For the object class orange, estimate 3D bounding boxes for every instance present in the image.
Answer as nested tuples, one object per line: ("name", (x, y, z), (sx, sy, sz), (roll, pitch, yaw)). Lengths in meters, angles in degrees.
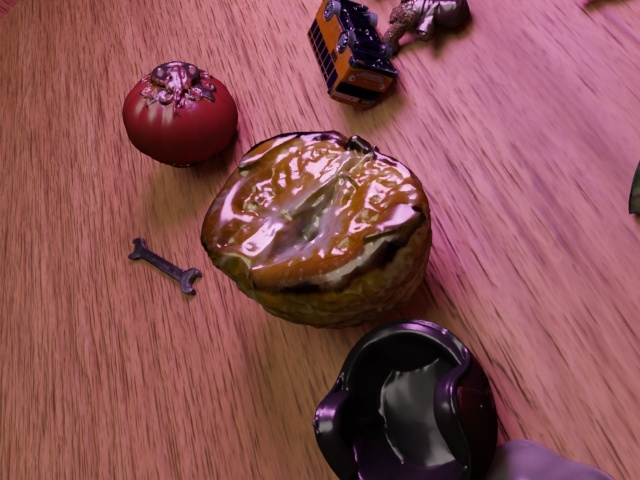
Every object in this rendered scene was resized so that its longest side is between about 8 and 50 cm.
("orange", (0.000, 0.000, 0.881), (0.271, 0.210, 0.369), (-42, 47, -16))

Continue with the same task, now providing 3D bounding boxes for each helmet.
("helmet", (0.107, 0.202, 0.713), (0.189, 0.193, 0.216), (-18, 62, 26))

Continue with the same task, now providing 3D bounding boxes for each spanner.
("spanner", (-0.317, 0.047, 1.233), (0.254, 0.015, 0.054), (23, 85, 42))

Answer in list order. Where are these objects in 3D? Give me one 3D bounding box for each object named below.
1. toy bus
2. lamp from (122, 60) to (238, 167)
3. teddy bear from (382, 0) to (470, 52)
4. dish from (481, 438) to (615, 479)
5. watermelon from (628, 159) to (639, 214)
("toy bus", (0.050, -0.328, 1.077), (0.114, 0.098, 0.201), (-55, 40, 41))
("lamp", (-0.277, -0.253, 1.222), (0.227, 0.227, 0.227), (-17, 59, 30))
("teddy bear", (0.170, -0.387, 1.043), (0.160, 0.078, 0.119), (-1, 64, 38))
("dish", (0.216, 0.323, 0.646), (0.229, 0.081, 0.229), (-17, 59, 30))
("watermelon", (0.434, -0.087, 0.670), (0.207, 0.136, 0.202), (-52, 40, 23))
